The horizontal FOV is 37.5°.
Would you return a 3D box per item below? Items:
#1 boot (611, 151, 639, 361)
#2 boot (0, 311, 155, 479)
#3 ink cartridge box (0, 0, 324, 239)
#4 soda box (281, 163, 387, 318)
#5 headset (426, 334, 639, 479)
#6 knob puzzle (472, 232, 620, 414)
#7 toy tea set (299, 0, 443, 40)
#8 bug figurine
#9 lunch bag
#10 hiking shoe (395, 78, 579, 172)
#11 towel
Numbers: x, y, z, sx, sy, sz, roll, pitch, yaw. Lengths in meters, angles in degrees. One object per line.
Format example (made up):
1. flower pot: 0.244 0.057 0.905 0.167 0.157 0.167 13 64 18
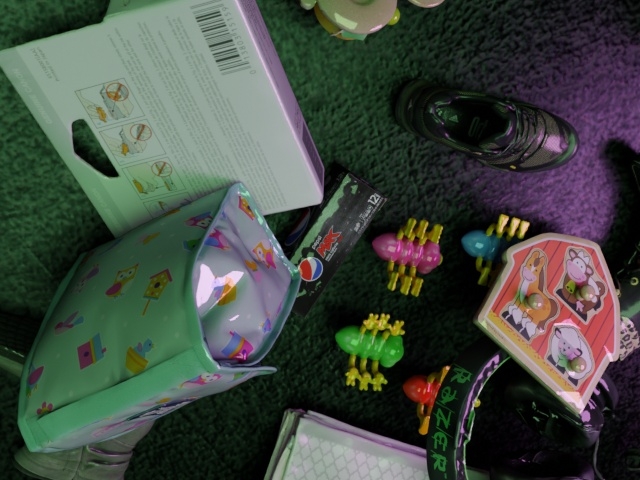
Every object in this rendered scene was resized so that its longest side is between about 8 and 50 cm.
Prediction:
1. boot: 0.395 0.024 1.163 0.178 0.085 0.236 -33 112 0
2. boot: -0.304 0.192 1.043 0.246 0.083 0.161 28 104 -19
3. ink cartridge box: -0.148 -0.125 0.947 0.238 0.060 0.275 -11 134 14
4. soda box: 0.000 0.000 1.072 0.060 0.053 0.169 32 96 -20
5. headset: 0.300 0.250 1.131 0.394 0.185 0.244 19 82 -38
6. knob puzzle: 0.285 0.072 1.089 0.213 0.030 0.213 8 73 -25
7. toy tea set: -0.022 -0.290 0.967 0.336 0.124 0.200 17 72 -15
8. bug figurine: 0.134 0.084 1.120 0.216 0.072 0.279 19 96 -25
9. lunch bag: -0.157 0.086 0.914 0.223 0.262 0.160 -24 113 20
10. hiking shoe: 0.199 -0.117 1.053 0.226 0.114 0.086 10 104 -17
11. towel: 0.064 0.400 1.146 0.331 0.053 0.317 21 75 -19
